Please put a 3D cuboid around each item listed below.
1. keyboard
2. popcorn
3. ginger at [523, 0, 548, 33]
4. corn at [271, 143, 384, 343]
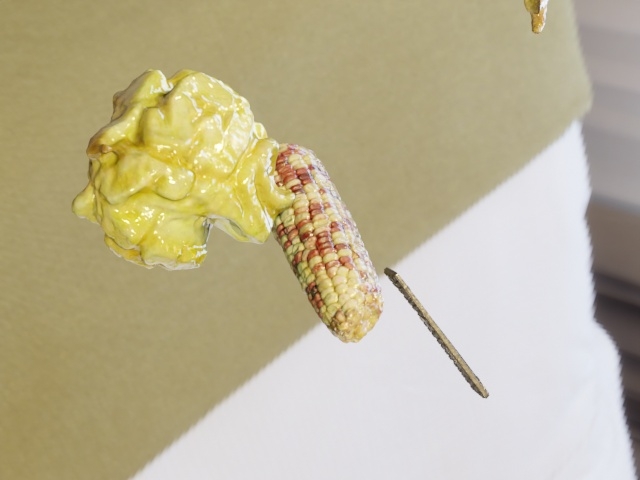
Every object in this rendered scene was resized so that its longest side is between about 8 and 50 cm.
[{"bbox_3d":[0.149,0.118,1.755,0.013,0.061,0.204,-38,101,-3],"label":"keyboard"},{"bbox_3d":[-0.135,-0.063,1.241,0.187,0.185,0.167,-36,121,-7],"label":"popcorn"},{"bbox_3d":[0.282,-0.318,1.783,0.048,0.030,0.097,41,59,-60],"label":"ginger"},{"bbox_3d":[0.000,0.000,1.424,0.086,0.253,0.086,-17,141,-14],"label":"corn"}]
